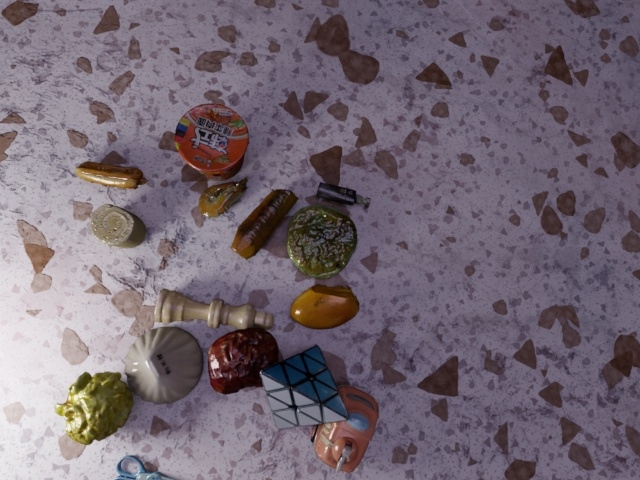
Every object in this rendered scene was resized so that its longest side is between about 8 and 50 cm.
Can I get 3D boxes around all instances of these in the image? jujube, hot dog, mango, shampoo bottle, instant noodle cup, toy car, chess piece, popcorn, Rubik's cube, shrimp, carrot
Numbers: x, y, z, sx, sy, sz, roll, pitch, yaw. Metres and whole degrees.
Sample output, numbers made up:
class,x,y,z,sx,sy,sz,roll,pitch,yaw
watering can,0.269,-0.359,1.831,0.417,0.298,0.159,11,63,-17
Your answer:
class,x,y,z,sx,sy,sz,roll,pitch,yaw
jujube,-0.255,0.394,1.482,0.231,0.213,0.213,-5,80,-15
hot dog,-0.746,-0.226,1.603,0.248,0.102,0.076,8,120,-3
mango,0.014,0.236,1.585,0.251,0.126,0.154,-12,101,0
shampoo bottle,0.090,-0.168,1.702,0.207,0.063,0.057,15,68,-2
instant noodle cup,-0.379,-0.337,1.609,0.249,0.192,0.251,1,80,-7
toy car,0.090,0.624,1.477,0.180,0.212,0.271,25,78,-1
chess piece,-0.359,0.251,1.551,0.396,0.117,0.117,9,79,-7
popcorn,-0.717,0.519,1.414,0.216,0.181,0.235,19,102,19
Rubik's cube,-0.064,0.491,1.472,0.228,0.228,0.234,-17,82,-11
shrimp,-0.359,-0.172,1.656,0.217,0.051,0.115,-39,84,-9
carrot,-0.208,-0.070,1.622,0.114,0.114,0.302,36,76,1

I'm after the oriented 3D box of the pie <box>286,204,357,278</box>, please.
class,x,y,z,sx,sy,sz,roll,pitch,yaw
pie,0.000,0.000,1.650,0.276,0.078,0.278,1,79,-4

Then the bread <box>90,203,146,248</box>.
class,x,y,z,sx,sy,sz,roll,pitch,yaw
bread,-0.697,-0.044,1.547,0.148,0.141,0.134,34,81,2

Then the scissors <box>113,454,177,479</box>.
class,x,y,z,sx,sy,sz,roll,pitch,yaw
scissors,-0.548,0.791,1.467,0.255,0.030,0.125,13,80,-2

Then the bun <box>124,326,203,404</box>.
class,x,y,z,sx,sy,sz,roll,pitch,yaw
bun,-0.523,0.412,1.468,0.262,0.175,0.264,1,81,-7
